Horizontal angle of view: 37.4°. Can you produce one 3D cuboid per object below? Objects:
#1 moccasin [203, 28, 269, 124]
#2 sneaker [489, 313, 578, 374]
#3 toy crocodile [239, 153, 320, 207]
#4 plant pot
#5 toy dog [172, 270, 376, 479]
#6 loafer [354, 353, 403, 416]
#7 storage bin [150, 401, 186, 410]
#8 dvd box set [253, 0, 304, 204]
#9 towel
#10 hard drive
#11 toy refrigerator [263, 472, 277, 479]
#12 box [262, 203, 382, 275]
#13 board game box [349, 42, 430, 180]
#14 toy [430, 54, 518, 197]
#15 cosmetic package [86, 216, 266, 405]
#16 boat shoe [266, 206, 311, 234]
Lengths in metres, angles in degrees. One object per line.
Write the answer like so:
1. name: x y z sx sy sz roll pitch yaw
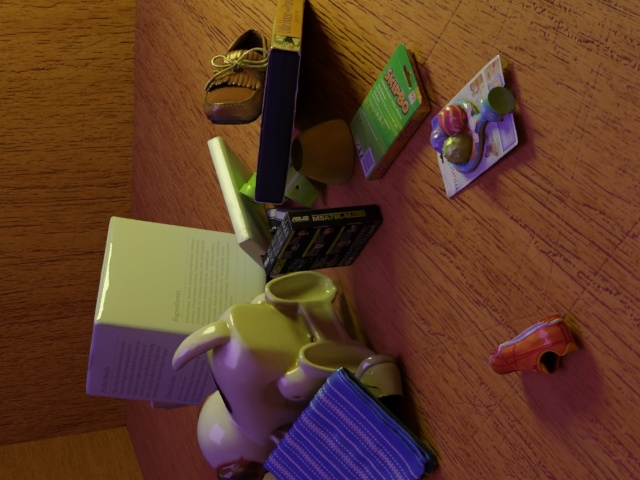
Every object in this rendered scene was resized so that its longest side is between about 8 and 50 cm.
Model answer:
1. moccasin: -0.172 -0.362 2.069 0.380 0.139 0.147 -68 -20 -56
2. sneaker: 0.285 0.159 1.295 0.067 0.064 0.175 67 156 16
3. toy crocodile: -0.092 -0.127 2.116 0.115 0.105 0.340 -57 18 -10
4. plant pot: -0.003 -0.174 1.881 0.134 0.095 0.134 175 90 -67
5. toy dog: -0.115 0.320 1.908 0.284 0.395 0.408 51 135 35
6. loafer: 0.086 0.329 1.764 0.092 0.102 0.268 -111 27 -47
7. storage bin: -0.378 0.330 2.702 0.123 0.260 0.262 101 153 -43
8. dvd box set: -0.079 -0.298 1.890 0.420 0.062 0.307 -90 7 -62
9. towel: 0.043 0.410 1.736 0.243 0.040 0.336 44 127 14
10. hard drive: -0.177 -0.078 2.261 0.203 0.040 0.307 49 -162 -56
11. toy refrigerator: -0.118 0.555 2.333 0.102 0.094 0.269 100 155 -49
12. box: 0.000 0.000 1.794 0.190 0.184 0.045 121 140 -57
13. board game box: 0.120 -0.221 1.650 0.259 0.039 0.124 122 137 -60
14. toy: 0.209 -0.164 1.416 0.237 0.056 0.136 140 123 -64
15. cosmetic package: -0.354 0.186 2.337 0.329 0.394 0.327 113 161 -48
16. boat shoe: -0.069 -0.038 2.111 0.219 0.078 0.070 -172 78 -76
